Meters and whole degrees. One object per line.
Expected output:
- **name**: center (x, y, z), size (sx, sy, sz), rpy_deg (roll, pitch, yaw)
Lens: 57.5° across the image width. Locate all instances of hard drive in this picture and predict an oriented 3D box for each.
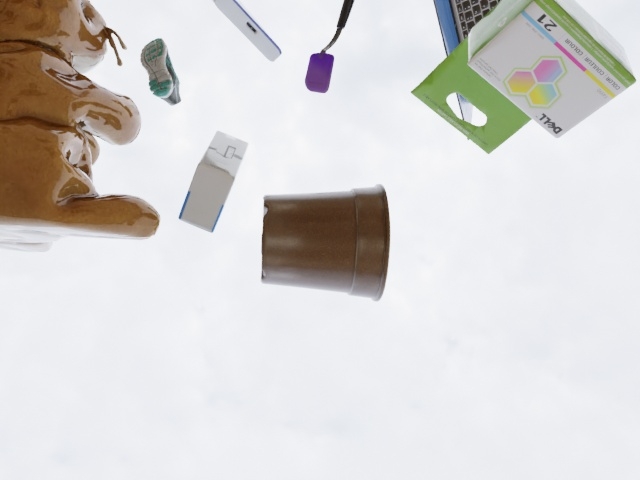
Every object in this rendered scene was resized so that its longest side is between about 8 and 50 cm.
- **hard drive**: center (-0.222, -0.565, 1.361), size (0.040, 0.210, 0.318), rpy_deg (-42, -127, 11)

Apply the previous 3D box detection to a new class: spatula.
- **spatula**: center (0.034, -0.500, 1.417), size (0.084, 0.030, 0.296), rpy_deg (18, -96, 38)

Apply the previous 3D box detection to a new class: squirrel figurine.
- **squirrel figurine**: center (-0.406, -0.192, 0.687), size (0.281, 0.397, 0.370), rpy_deg (-7, -102, 43)

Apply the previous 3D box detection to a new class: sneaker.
- **sneaker**: center (-0.338, -0.357, 1.251), size (0.065, 0.076, 0.166), rpy_deg (-19, -114, 10)

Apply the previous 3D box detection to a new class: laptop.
- **laptop**: center (0.387, -0.485, 1.257), size (0.408, 0.381, 0.236), rpy_deg (-25, -155, -9)

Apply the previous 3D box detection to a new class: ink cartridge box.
- **ink cartridge box**: center (-0.235, -0.136, 1.301), size (0.086, 0.148, 0.203), rpy_deg (21, -152, -10)
- **ink cartridge box**: center (0.282, -0.225, 0.853), size (0.189, 0.255, 0.097), rpy_deg (32, -137, -18)

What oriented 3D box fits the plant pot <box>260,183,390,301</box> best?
- **plant pot**: center (0.000, 0.000, 0.814), size (0.165, 0.167, 0.167), rpy_deg (2, -116, -5)
